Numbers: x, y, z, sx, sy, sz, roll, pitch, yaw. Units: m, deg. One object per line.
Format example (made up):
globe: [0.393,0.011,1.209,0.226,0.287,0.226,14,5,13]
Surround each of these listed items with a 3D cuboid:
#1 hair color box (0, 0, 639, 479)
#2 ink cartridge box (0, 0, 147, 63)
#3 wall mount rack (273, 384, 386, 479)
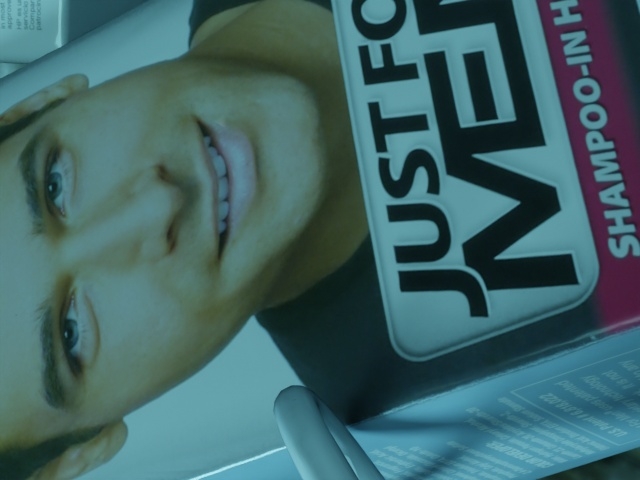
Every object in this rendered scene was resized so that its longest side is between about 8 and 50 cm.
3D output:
hair color box: [0.000,0.000,0.545,0.374,0.113,0.185,-23,62,27]
ink cartridge box: [-0.169,-0.153,0.656,0.203,0.086,0.148,7,100,26]
wall mount rack: [0.049,0.217,0.369,0.130,0.304,0.350,-35,94,3]
